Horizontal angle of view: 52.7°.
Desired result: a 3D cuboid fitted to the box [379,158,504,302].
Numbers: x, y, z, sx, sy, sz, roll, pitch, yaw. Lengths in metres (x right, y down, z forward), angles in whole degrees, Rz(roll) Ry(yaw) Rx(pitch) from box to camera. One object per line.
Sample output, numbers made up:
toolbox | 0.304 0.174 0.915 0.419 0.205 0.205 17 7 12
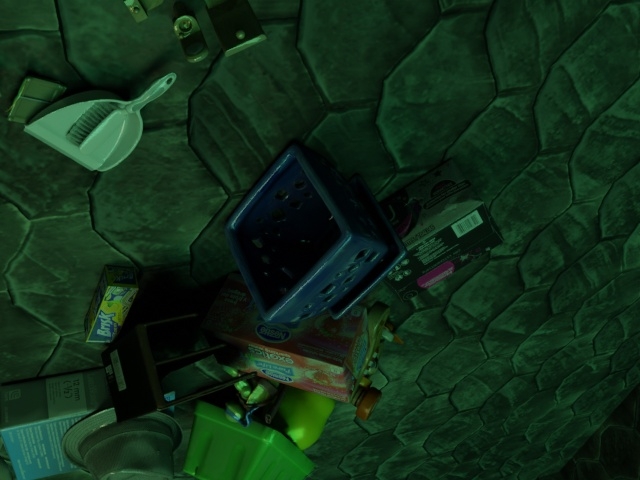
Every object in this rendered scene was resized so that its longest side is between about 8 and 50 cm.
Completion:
box | 0.213 -0.019 1.309 0.247 0.142 0.163 -33 139 10

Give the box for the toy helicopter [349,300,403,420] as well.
toy helicopter | 0.126 0.254 1.554 0.235 0.140 0.355 -48 158 -34

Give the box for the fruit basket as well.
fruit basket | -0.135 0.489 1.671 0.282 0.392 0.392 14 148 24

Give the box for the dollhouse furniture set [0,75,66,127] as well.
dollhouse furniture set | -0.432 -0.207 0.869 0.151 0.058 0.076 2 130 -55

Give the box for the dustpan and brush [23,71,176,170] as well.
dustpan and brush | -0.295 -0.181 0.930 0.211 0.060 0.147 -41 147 7

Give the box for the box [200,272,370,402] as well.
box | -0.065 0.192 1.289 0.299 0.142 0.154 13 144 17

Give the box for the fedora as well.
fedora | -0.415 0.480 1.400 0.243 0.124 0.275 -26 142 0

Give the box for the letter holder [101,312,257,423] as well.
letter holder | -0.277 0.241 1.264 0.214 0.152 0.302 -11 168 -33

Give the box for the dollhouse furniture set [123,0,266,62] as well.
dollhouse furniture set | -0.172 -0.311 0.800 0.144 0.123 0.151 -25 141 1

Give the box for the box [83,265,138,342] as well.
box | -0.402 0.125 1.233 0.059 0.054 0.169 7 132 -32

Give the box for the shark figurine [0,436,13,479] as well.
shark figurine | -0.766 0.452 1.312 0.278 0.116 0.166 23 129 -15

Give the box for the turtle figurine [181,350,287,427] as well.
turtle figurine | -0.153 0.261 1.475 0.266 0.274 0.198 -43 118 -7

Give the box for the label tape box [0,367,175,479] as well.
label tape box | -0.512 0.402 1.448 0.347 0.115 0.249 -9 139 -22

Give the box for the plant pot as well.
plant pot | 0.000 0.000 1.163 0.212 0.236 0.236 13 129 -45
